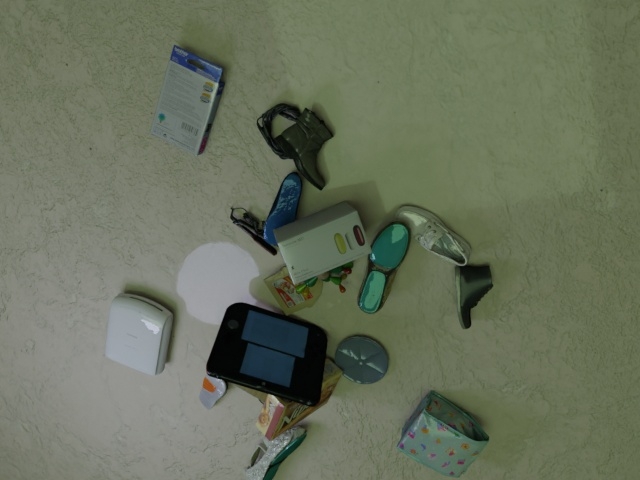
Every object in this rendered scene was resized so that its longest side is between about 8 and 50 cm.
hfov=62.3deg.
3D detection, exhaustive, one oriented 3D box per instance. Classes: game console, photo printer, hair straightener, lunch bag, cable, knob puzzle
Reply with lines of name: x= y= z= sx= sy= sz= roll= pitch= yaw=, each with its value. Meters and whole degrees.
game console: x=-0.169 y=0.379 z=1.820 sx=0.386 sy=0.342 sz=0.060 roll=18 pitch=122 yaw=-6
photo printer: x=-0.725 y=0.366 z=2.118 sx=0.256 sy=0.107 sz=0.308 roll=20 pitch=115 yaw=7
hair straightener: x=-0.223 y=-0.049 z=1.860 sx=0.230 sy=0.047 sz=0.089 roll=40 pitch=115 yaw=2
lunch bag: x=0.448 y=0.715 z=1.915 sx=0.262 sy=0.160 sz=0.223 roll=30 pitch=115 yaw=8
cable: x=-0.110 y=-0.348 z=1.710 sx=0.150 sy=0.047 sz=0.185 roll=-28 pitch=106 yaw=15
knob puzzle: x=-0.080 y=0.163 z=1.905 sx=0.213 sy=0.030 sz=0.213 roll=0 pitch=116 yaw=1

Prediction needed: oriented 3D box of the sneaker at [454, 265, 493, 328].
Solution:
sneaker: x=0.507 y=0.189 z=1.730 sx=0.118 sy=0.083 sz=0.222 roll=-4 pitch=109 yaw=16

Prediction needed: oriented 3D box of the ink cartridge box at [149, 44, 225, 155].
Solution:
ink cartridge box: x=-0.433 y=-0.457 z=1.739 sx=0.185 sy=0.065 sz=0.311 roll=26 pitch=118 yaw=4

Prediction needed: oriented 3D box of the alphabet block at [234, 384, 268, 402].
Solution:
alphabet block: x=-0.184 y=0.457 z=1.964 sx=0.193 sy=0.192 sz=0.197 roll=28 pitch=115 yaw=1

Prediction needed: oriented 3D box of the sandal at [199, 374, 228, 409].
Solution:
sandal: x=-0.429 y=0.600 z=2.157 sx=0.102 sy=0.076 sz=0.265 roll=45 pitch=137 yaw=10

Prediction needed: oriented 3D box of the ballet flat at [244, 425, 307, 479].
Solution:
ballet flat: x=-0.206 y=0.874 z=2.173 sx=0.147 sy=0.147 sz=0.409 roll=33 pitch=116 yaw=1

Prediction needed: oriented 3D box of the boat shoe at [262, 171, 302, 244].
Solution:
boat shoe: x=-0.114 y=-0.106 z=1.783 sx=0.109 sy=0.089 sz=0.258 roll=25 pitch=111 yaw=-10

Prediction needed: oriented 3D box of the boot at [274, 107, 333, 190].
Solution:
boot: x=-0.017 y=-0.286 z=1.677 sx=0.161 sy=0.083 sz=0.246 roll=-41 pitch=122 yaw=0

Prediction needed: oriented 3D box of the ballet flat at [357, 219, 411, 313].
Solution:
ballet flat: x=0.210 y=0.078 z=1.751 sx=0.123 sy=0.123 sz=0.349 roll=20 pitch=111 yaw=7

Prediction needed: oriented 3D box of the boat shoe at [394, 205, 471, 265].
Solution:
boat shoe: x=0.359 y=-0.015 z=1.682 sx=0.277 sy=0.096 sz=0.098 roll=31 pitch=116 yaw=2

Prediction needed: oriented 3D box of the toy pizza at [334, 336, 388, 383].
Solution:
toy pizza: x=0.152 y=0.440 z=1.953 sx=0.201 sy=0.032 sz=0.201 roll=5 pitch=111 yaw=14

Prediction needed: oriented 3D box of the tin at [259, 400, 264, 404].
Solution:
tin: x=-0.170 y=0.643 z=2.118 sx=0.189 sy=0.040 sz=0.106 roll=44 pitch=111 yaw=-4

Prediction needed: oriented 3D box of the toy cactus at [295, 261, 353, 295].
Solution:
toy cactus: x=0.011 y=0.125 z=1.780 sx=0.218 sy=0.180 sz=0.112 roll=-16 pitch=73 yaw=2

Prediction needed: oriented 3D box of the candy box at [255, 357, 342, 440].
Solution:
candy box: x=-0.072 y=0.563 z=1.898 sx=0.087 sy=0.316 sz=0.183 roll=38 pitch=123 yaw=28

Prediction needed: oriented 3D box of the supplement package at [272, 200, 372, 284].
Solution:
supplement package: x=0.000 y=0.000 z=1.677 sx=0.261 sy=0.204 sz=0.145 roll=-23 pitch=105 yaw=-4
